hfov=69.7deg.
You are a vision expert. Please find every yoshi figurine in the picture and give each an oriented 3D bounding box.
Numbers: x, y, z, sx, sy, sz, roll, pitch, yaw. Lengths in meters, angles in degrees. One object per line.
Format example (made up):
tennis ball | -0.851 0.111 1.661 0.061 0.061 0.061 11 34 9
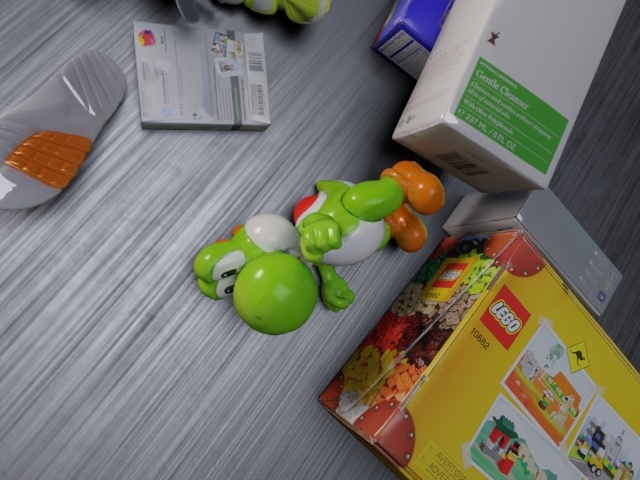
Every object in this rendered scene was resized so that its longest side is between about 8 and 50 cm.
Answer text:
yoshi figurine | 0.012 0.024 0.656 0.361 0.203 0.204 -21 101 -18

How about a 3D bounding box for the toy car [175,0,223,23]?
toy car | -0.216 -0.382 0.611 0.188 0.148 0.155 46 47 -24

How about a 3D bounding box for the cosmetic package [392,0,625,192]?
cosmetic package | 0.282 -0.276 0.677 0.196 0.155 0.366 25 86 -17

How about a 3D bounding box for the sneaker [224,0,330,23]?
sneaker | -0.091 -0.414 0.712 0.240 0.091 0.126 25 44 -5

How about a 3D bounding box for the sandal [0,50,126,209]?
sandal | -0.345 -0.137 0.593 0.102 0.076 0.265 44 51 -28

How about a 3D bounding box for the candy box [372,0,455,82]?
candy box | 0.289 -0.377 0.824 0.317 0.122 0.268 31 79 -18

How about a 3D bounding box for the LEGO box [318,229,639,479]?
LEGO box | 0.309 0.292 0.748 0.500 0.193 0.372 47 72 -12

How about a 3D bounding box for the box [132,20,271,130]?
box | -0.172 -0.238 0.679 0.186 0.038 0.145 -5 88 -23

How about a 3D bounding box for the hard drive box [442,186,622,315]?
hard drive box | 0.358 0.017 0.794 0.232 0.181 0.089 44 73 -14
